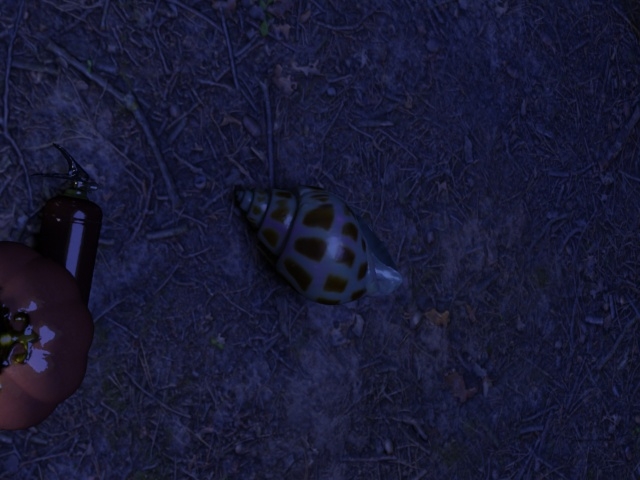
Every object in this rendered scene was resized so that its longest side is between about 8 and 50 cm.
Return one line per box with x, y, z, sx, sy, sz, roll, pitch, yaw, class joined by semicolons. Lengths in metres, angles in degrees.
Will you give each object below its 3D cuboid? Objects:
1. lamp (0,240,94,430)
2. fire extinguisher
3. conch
-0.507;0.149;1.546;0.305;0.239;0.306;0;87;1;lamp
-0.446;0.011;1.706;0.138;0.102;0.344;9;89;-38;fire extinguisher
0.001;0.001;2.024;0.368;0.197;0.249;56;25;-24;conch
